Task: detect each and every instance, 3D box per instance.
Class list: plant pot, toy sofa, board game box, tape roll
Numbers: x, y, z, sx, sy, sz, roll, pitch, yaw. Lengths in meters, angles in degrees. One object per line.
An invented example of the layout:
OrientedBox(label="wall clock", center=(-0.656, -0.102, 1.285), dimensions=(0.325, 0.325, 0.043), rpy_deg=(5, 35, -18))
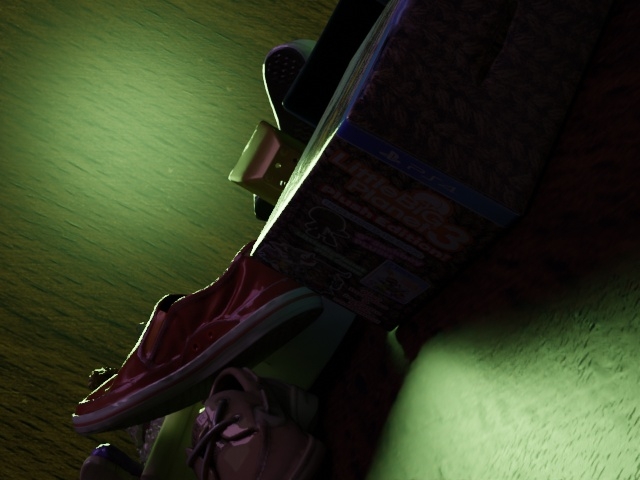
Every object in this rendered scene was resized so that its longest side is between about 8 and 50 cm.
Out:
OrientedBox(label="plant pot", center=(-0.045, -0.083, 1.643), dimensions=(0.081, 0.081, 0.083), rpy_deg=(-61, 17, -1))
OrientedBox(label="plant pot", center=(0.091, -0.210, 1.692), dimensions=(0.165, 0.166, 0.234), rpy_deg=(-59, -3, 23))
OrientedBox(label="toy sofa", center=(-0.224, 0.342, 1.669), dimensions=(0.362, 0.177, 0.150), rpy_deg=(-59, 6, 34))
OrientedBox(label="board game box", center=(0.084, -0.093, 1.140), dimensions=(0.232, 0.141, 0.291), rpy_deg=(-64, 5, -25))
OrientedBox(label="tape roll", center=(-0.010, 0.040, 1.611), dimensions=(0.286, 0.100, 0.286), rpy_deg=(-60, 6, 10))

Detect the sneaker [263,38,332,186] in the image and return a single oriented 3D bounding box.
OrientedBox(label="sneaker", center=(0.012, -0.115, 1.819), dimensions=(0.123, 0.106, 0.290), rpy_deg=(-28, -66, -57))

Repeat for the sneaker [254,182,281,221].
OrientedBox(label="sneaker", center=(-0.017, -0.071, 2.101), dimensions=(0.178, 0.072, 0.077), rpy_deg=(-23, 25, 8))

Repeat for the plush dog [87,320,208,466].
OrientedBox(label="plush dog", center=(-0.193, 0.248, 1.965), dimensions=(0.225, 0.211, 0.262), rpy_deg=(43, 112, 56))

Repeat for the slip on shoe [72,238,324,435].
OrientedBox(label="slip on shoe", center=(-0.138, 0.108, 1.470), dimensions=(0.331, 0.101, 0.123), rpy_deg=(-36, -16, 30))

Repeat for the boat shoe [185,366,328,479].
OrientedBox(label="boat shoe", center=(-0.069, 0.196, 1.265), dimensions=(0.121, 0.110, 0.341), rpy_deg=(-61, 5, 6))
